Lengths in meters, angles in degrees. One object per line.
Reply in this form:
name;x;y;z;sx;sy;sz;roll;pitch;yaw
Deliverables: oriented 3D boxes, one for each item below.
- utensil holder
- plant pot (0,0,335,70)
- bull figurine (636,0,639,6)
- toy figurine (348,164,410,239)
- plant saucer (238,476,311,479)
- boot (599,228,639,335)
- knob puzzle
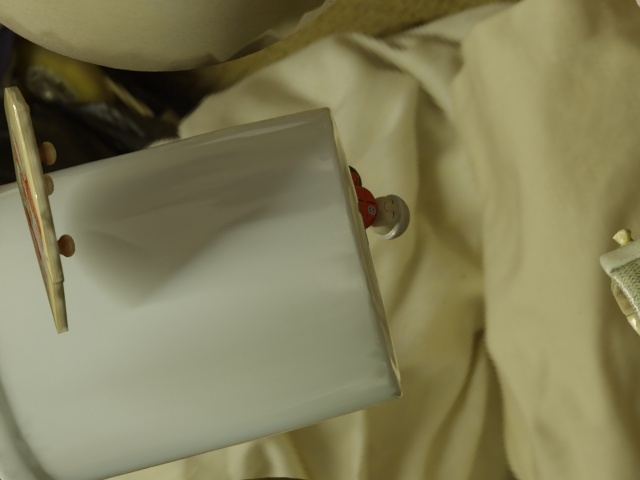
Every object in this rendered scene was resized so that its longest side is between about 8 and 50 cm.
utensil holder;-0.137;0.060;1.323;0.385;0.328;0.328;-14;125;3
plant pot;-0.060;-0.225;0.519;0.256;0.256;0.274;41;168;-3
bull figurine;0.264;-0.279;0.992;0.101;0.188;0.310;28;144;13
toy figurine;0.000;0.000;1.731;0.213;0.148;0.210;33;107;55
plant saucer;-0.058;0.292;0.789;0.050;0.310;0.311;29;146;50
boot;0.184;-0.017;0.491;0.165;0.213;0.077;-31;109;17
knob puzzle;-0.231;-0.045;1.095;0.213;0.030;0.213;167;90;-75
